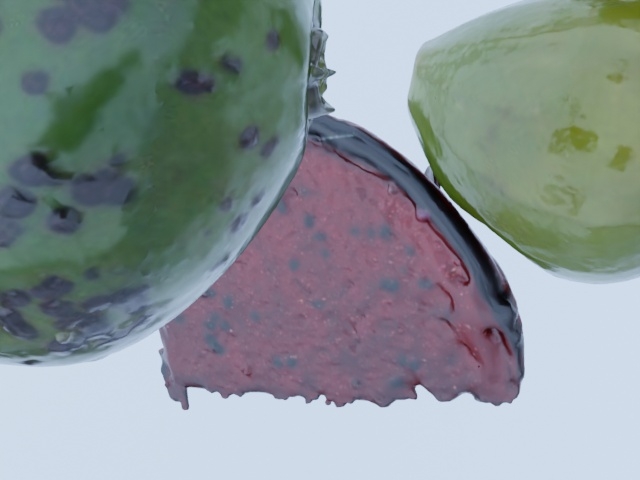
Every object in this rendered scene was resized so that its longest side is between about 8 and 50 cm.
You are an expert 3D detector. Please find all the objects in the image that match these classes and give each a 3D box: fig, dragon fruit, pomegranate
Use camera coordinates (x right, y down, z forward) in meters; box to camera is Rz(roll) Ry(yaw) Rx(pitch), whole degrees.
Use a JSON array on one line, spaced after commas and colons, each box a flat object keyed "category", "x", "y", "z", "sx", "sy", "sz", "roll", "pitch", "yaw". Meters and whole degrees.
[{"category": "fig", "x": 0.178, "y": -0.073, "z": 1.083, "sx": 0.230, "sy": 0.207, "sz": 0.207, "roll": -2, "pitch": -91, "yaw": 38}, {"category": "dragon fruit", "x": 0.000, "y": 0.000, "z": 1.225, "sx": 0.343, "sy": 0.100, "sz": 0.282, "roll": 1, "pitch": -61, "yaw": 29}, {"category": "pomegranate", "x": -0.123, "y": -0.083, "z": 0.593, "sx": 0.270, "sy": 0.254, "sz": 0.254, "roll": 14, "pitch": -84, "yaw": 18}]
